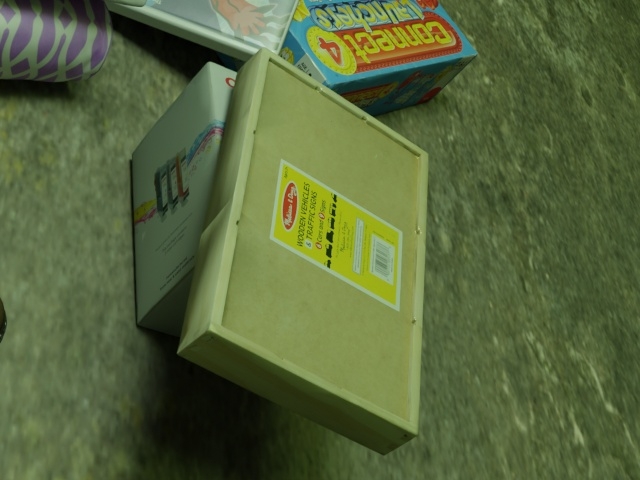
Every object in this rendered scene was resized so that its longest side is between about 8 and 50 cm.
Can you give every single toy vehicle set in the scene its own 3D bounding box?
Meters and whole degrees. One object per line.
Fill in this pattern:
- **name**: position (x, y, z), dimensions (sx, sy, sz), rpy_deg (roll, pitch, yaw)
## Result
- **toy vehicle set**: position (0.000, 0.000, 0.831), dimensions (0.166, 0.035, 0.267), rpy_deg (31, 43, -24)

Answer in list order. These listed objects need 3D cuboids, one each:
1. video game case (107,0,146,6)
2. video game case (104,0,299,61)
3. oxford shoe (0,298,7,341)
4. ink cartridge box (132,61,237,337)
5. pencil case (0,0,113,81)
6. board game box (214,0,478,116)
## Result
- **video game case**: position (-0.275, -0.245, 0.925), dimensions (0.206, 0.026, 0.227), rpy_deg (2, 26, -45)
- **video game case**: position (-0.109, -0.268, 1.090), dimensions (0.201, 0.023, 0.183), rpy_deg (20, 67, -4)
- **oxford shoe**: position (-0.275, 0.032, 0.683), dimensions (0.227, 0.096, 0.083), rpy_deg (8, 49, -44)
- **ink cartridge box**: position (-0.062, -0.021, 0.926), dimensions (0.128, 0.127, 0.176), rpy_deg (20, 45, -32)
- **pencil case**: position (-0.259, -0.168, 0.904), dimensions (0.206, 0.086, 0.088), rpy_deg (0, 47, -49)
- **board game box**: position (-0.018, -0.270, 1.251), dimensions (0.302, 0.086, 0.308), rpy_deg (54, 36, 10)
